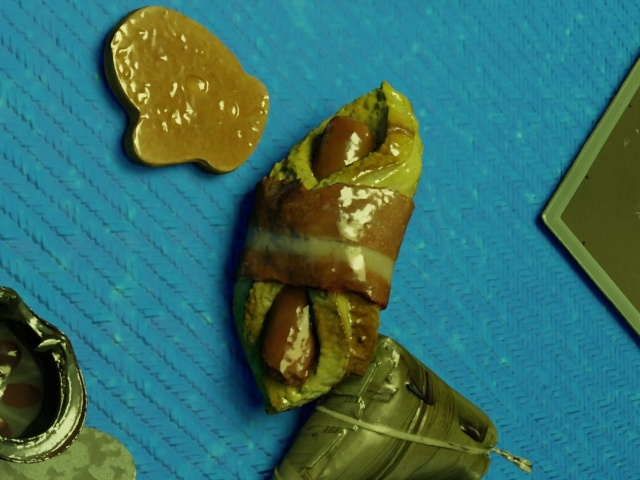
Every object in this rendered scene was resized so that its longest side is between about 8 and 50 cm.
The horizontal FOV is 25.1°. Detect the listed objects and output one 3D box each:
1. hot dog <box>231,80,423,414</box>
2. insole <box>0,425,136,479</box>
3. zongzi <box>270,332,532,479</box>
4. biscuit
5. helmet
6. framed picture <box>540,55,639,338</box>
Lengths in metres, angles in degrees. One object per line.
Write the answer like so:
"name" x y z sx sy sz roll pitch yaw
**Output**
"hot dog" 0.000 -0.002 1.047 0.093 0.123 0.261 33 66 -55
"insole" -0.208 0.148 0.953 0.193 0.006 0.065 10 80 -35
"zongzi" 0.052 0.185 1.107 0.189 0.081 0.178 40 77 -32
"biscuit" -0.104 -0.101 1.043 0.140 0.023 0.118 47 61 -25
"helmet" -0.214 0.087 0.914 0.123 0.070 0.098 55 49 -24
"framed picture" 0.335 -0.050 1.367 0.232 0.019 0.296 48 61 -23
